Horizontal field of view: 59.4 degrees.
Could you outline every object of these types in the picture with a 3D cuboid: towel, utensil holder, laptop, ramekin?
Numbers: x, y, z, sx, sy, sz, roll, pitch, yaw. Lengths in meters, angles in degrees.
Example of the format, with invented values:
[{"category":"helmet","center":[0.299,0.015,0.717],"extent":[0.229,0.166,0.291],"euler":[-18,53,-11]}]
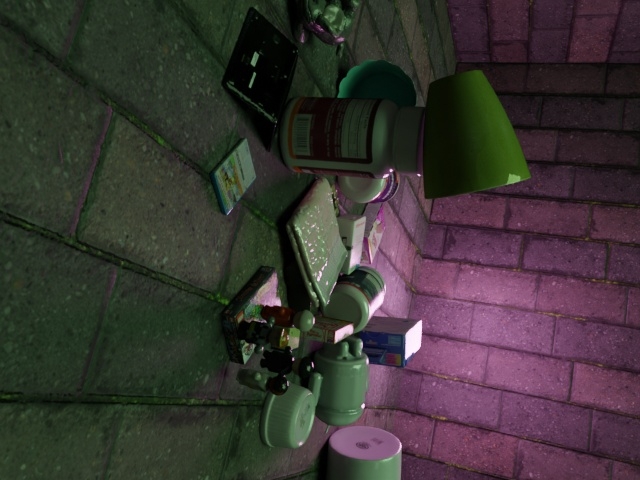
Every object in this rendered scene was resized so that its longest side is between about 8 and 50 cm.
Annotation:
[{"category":"towel","center":[0.000,0.000,1.808],"extent":[0.332,0.053,0.317],"euler":[-62,140,-56]},{"category":"utensil holder","center":[0.173,1.018,2.331],"extent":[0.327,0.327,0.386],"euler":[-17,110,-67]},{"category":"laptop","center":[-0.151,-0.402,1.438],"extent":[0.264,0.136,0.234],"euler":[32,64,-39]},{"category":"ramekin","center":[-0.096,0.551,1.765],"extent":[0.207,0.109,0.207],"euler":[7,90,-69]}]

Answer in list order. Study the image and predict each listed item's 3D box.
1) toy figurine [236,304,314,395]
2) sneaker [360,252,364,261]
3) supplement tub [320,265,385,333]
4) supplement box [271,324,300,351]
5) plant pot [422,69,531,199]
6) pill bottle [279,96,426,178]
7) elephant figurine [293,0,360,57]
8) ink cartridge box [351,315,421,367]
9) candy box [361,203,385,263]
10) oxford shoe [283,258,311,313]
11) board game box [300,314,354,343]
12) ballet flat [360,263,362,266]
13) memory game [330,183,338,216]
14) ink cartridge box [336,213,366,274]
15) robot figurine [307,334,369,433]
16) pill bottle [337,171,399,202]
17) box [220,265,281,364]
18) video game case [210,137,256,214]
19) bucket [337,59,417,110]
[{"category":"toy figurine","center":[-0.110,0.284,1.456],"extent":[0.209,0.148,0.213],"euler":[-22,119,-67]},{"category":"sneaker","center":[0.144,0.052,2.268],"extent":[0.066,0.071,0.188],"euler":[-47,139,-57]},{"category":"supplement tub","center":[0.129,0.217,2.120],"extent":[0.272,0.191,0.191],"euler":[-36,130,-62]},{"category":"supplement box","center":[-0.105,0.294,1.728],"extent":[0.083,0.056,0.083],"euler":[10,88,-69]},{"category":"plant pot","center":[0.379,-0.279,1.466],"extent":[0.275,0.274,0.294],"euler":[-24,102,-66]},{"category":"pill bottle","center":[0.103,-0.292,1.601],"extent":[0.224,0.392,0.224],"euler":[8,90,-69]},{"category":"elephant figurine","center":[-0.011,-0.631,1.576],"extent":[0.169,0.186,0.239],"euler":[-44,173,39]},{"category":"ink cartridge box","center":[0.265,0.436,2.435],"extent":[0.395,0.270,0.151],"euler":[-4,95,-68]},{"category":"candy box","center":[0.214,-0.036,2.421],"extent":[0.159,0.071,0.233],"euler":[77,29,-43]},{"category":"oxford shoe","center":[-0.062,0.155,1.775],"extent":[0.076,0.076,0.212],"euler":[-60,149,-57]},{"category":"board game box","center":[0.015,0.302,1.915],"extent":[0.193,0.146,0.045],"euler":[-5,102,-69]},{"category":"ballet flat","center":[0.183,0.196,2.407],"extent":[0.086,0.086,0.248],"euler":[-52,143,-53]},{"category":"memory game","center":[0.031,-0.111,2.007],"extent":[0.186,0.012,0.186],"euler":[8,90,-69]},{"category":"ink cartridge box","center":[0.101,0.009,2.108],"extent":[0.148,0.086,0.203],"euler":[-26,124,-67]},{"category":"robot figurine","center":[0.067,0.520,2.049],"extent":[0.300,0.199,0.354],"euler":[-2,100,-38]},{"category":"pill bottle","center":[0.196,-0.233,2.158],"extent":[0.323,0.181,0.182],"euler":[-9,105,-68]},{"category":"box","center":[-0.180,0.197,1.517],"extent":[0.233,0.044,0.159],"euler":[-54,145,-52]},{"category":"video game case","center":[-0.209,-0.157,1.367],"extent":[0.166,0.015,0.119],"euler":[-61,151,-44]},{"category":"bucket","center":[0.208,-0.487,1.992],"extent":[0.183,0.281,0.281],"euler":[-20,115,-76]}]
